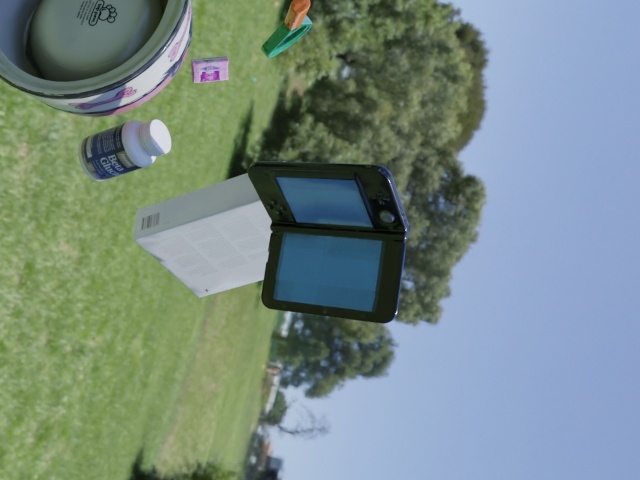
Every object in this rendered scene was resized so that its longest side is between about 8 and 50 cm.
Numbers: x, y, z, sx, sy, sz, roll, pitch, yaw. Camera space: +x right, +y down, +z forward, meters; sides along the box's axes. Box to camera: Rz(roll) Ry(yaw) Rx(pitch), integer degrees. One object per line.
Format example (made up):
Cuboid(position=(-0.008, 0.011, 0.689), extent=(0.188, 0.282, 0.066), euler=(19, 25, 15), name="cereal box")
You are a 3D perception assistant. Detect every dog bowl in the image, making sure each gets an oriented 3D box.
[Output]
Cuboid(position=(-0.422, -0.414, 1.518), extent=(0.150, 0.408, 0.408), euler=(69, 34, -69), name="dog bowl")

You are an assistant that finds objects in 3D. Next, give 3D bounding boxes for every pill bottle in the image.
Cuboid(position=(-0.383, -0.182, 1.602), extent=(0.094, 0.169, 0.094), euler=(45, 37, -49), name="pill bottle")

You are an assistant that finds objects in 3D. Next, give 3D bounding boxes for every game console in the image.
Cuboid(position=(0.000, 0.000, 1.502), extent=(0.173, 0.293, 0.250), euler=(-65, 146, -34), name="game console")

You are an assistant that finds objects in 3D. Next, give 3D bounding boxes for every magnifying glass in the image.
Cuboid(position=(-0.046, -0.332, 1.255), extent=(0.092, 0.026, 0.231), euler=(-37, -173, -7), name="magnifying glass")

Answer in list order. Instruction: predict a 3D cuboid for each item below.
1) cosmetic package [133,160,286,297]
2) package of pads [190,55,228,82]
Cuboid(position=(-0.187, -0.014, 1.856), extent=(0.284, 0.377, 0.097), euler=(54, 26, -48), name="cosmetic package")
Cuboid(position=(-0.243, -0.375, 1.789), extent=(0.032, 0.083, 0.050), euler=(-122, -152, -49), name="package of pads")
